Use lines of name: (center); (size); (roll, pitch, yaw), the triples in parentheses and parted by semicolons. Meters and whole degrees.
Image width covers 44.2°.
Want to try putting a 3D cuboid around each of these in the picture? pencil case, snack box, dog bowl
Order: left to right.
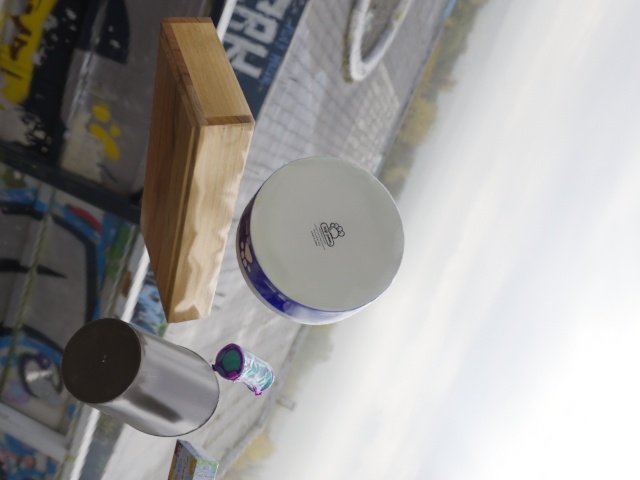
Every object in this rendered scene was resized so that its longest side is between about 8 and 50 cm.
snack box: (-0.199, 0.366, 1.190); (0.141, 0.037, 0.100); (179, -76, -68)
pencil case: (-0.141, 0.241, 1.465); (0.151, 0.064, 0.070); (46, 36, -62)
dog bowl: (0.000, 0.000, 1.290); (0.265, 0.265, 0.104); (-62, -172, -22)

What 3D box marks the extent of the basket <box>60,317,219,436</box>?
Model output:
basket: (-0.286, 0.210, 1.220); (0.227, 0.204, 0.154); (60, 45, -66)

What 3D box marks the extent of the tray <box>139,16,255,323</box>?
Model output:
tray: (-0.190, -0.082, 1.110); (0.411, 0.076, 0.203); (112, -37, -47)
